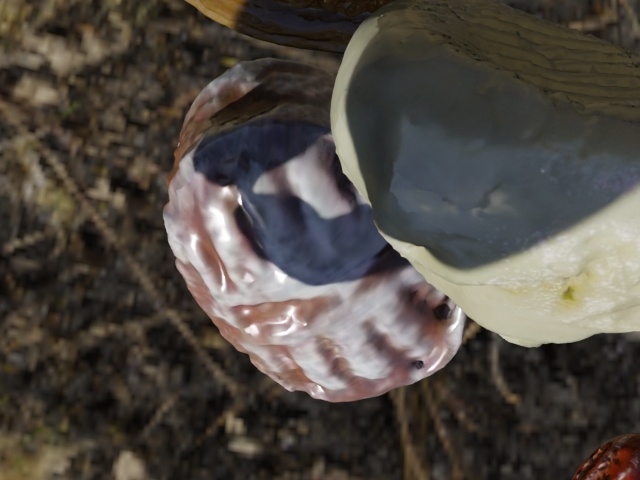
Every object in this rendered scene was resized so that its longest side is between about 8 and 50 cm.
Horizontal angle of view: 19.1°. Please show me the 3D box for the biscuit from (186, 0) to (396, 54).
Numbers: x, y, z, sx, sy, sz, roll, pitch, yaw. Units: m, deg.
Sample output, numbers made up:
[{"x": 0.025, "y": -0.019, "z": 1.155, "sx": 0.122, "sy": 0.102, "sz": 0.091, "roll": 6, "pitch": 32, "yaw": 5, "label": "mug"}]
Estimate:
[{"x": -0.030, "y": -0.313, "z": 1.221, "sx": 0.350, "sy": 0.394, "sz": 0.070, "roll": 5, "pitch": 165, "yaw": -19, "label": "biscuit"}]

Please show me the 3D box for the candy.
[{"x": 0.000, "y": 0.000, "z": 1.491, "sx": 0.214, "sy": 0.157, "sz": 0.289, "roll": -25, "pitch": 119, "yaw": 21, "label": "candy"}]

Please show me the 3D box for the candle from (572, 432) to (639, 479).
[{"x": 0.115, "y": 0.247, "z": 1.238, "sx": 0.051, "sy": 0.329, "sz": 0.048, "roll": 22, "pitch": 153, "yaw": 49, "label": "candle"}]

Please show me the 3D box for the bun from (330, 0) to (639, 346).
[{"x": 0.083, "y": -0.016, "z": 0.662, "sx": 0.183, "sy": 0.183, "sz": 0.102, "roll": 13, "pitch": 107, "yaw": -9, "label": "bun"}]
